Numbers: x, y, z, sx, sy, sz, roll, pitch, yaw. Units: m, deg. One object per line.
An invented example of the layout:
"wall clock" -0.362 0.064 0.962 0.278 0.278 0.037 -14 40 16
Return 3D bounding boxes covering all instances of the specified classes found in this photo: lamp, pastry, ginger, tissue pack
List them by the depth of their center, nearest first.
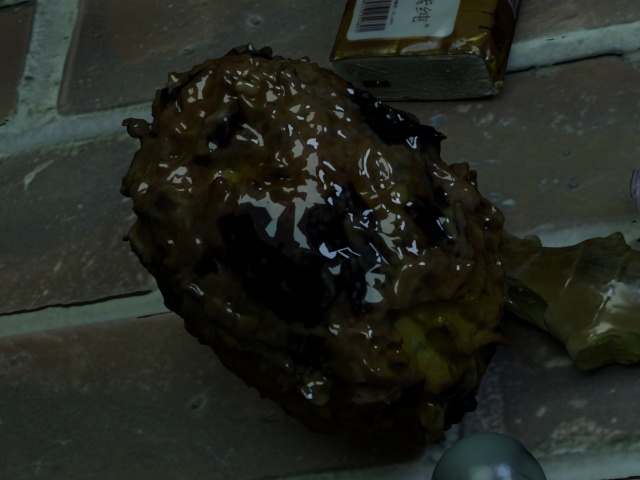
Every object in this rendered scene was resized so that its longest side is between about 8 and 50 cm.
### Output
"lamp" 0.145 0.217 1.594 0.105 0.105 0.105 -11 52 15
"pastry" -0.013 -0.011 1.665 0.292 0.337 0.405 -46 50 6
"ginger" 0.213 0.024 1.730 0.131 0.086 0.294 -52 48 -4
"tissue pack" 0.122 -0.260 1.971 0.183 0.092 0.226 1 55 23

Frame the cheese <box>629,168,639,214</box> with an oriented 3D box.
"cheese" 0.383 -0.052 1.702 0.189 0.074 0.286 22 50 4
